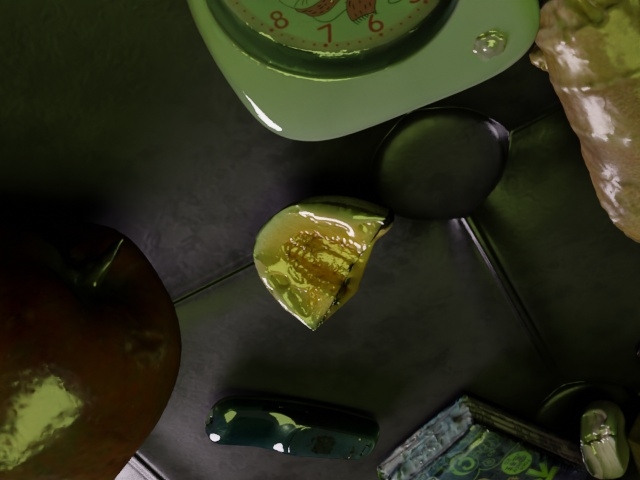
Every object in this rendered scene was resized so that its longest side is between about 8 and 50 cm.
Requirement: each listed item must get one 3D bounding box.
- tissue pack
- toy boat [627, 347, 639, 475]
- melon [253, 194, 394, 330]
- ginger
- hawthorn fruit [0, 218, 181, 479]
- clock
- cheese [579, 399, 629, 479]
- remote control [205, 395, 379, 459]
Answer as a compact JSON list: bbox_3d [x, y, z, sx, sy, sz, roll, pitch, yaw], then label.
[{"bbox_3d":[0.217,0.300,1.488,0.235,0.073,0.173,25,121,-31],"label":"tissue pack"},{"bbox_3d":[0.507,0.301,1.517,0.162,0.136,0.445,-26,132,9],"label":"toy boat"},{"bbox_3d":[0.000,0.000,1.181,0.128,0.079,0.160,26,123,-10],"label":"melon"},{"bbox_3d":[0.308,-0.119,1.102,0.189,0.126,0.354,5,145,28],"label":"ginger"},{"bbox_3d":[-0.260,0.103,1.091,0.267,0.268,0.301,31,114,-33],"label":"hawthorn fruit"},{"bbox_3d":[0.013,-0.240,0.923,0.265,0.109,0.324,-18,135,19],"label":"clock"},{"bbox_3d":[0.376,0.271,1.487,0.047,0.092,0.171,-3,139,26],"label":"cheese"},{"bbox_3d":[-0.031,0.229,1.387,0.221,0.042,0.072,11,125,-22],"label":"remote control"}]
